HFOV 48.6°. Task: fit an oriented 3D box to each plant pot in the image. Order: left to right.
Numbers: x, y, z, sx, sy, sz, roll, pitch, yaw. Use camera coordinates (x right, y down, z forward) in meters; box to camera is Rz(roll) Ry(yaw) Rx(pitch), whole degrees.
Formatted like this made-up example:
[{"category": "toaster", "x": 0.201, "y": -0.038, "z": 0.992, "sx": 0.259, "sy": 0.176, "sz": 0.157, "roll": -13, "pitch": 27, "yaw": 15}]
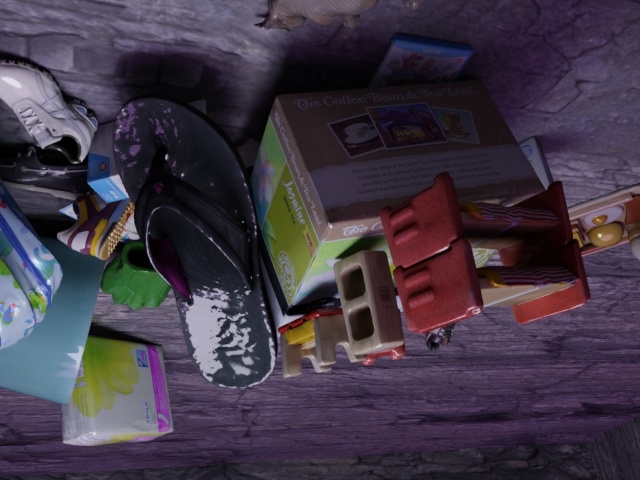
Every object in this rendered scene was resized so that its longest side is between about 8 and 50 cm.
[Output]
[{"category": "plant pot", "x": -0.521, "y": 0.121, "z": 1.231, "sx": 0.235, "sy": 0.292, "sz": 0.293, "roll": 14, "pitch": 145, "yaw": -17}]

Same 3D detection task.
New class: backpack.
[{"category": "backpack", "x": -0.522, "y": 0.000, "z": 0.947, "sx": 0.273, "sy": 0.355, "sz": 0.290, "roll": -16, "pitch": 163, "yaw": -41}]

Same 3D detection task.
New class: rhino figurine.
[{"category": "rhino figurine", "x": 0.012, "y": -0.287, "z": 0.822, "sx": 0.243, "sy": 0.073, "sz": 0.106, "roll": -7, "pitch": -179, "yaw": 38}]

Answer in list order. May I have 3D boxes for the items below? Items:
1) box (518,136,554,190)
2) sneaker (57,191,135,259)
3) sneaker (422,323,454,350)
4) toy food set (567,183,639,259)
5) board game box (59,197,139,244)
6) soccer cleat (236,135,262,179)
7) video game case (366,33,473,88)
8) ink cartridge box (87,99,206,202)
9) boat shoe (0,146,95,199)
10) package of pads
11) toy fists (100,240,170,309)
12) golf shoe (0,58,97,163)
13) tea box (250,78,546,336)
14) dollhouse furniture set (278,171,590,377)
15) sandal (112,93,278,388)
[{"category": "box", "x": 0.305, "y": -0.072, "z": 1.212, "sx": 0.186, "sy": 0.145, "sz": 0.038, "roll": -25, "pitch": 147, "yaw": 29}, {"category": "sneaker", "x": -0.325, "y": -0.059, "z": 1.073, "sx": 0.084, "sy": 0.185, "sz": 0.069, "roll": 21, "pitch": 139, "yaw": -3}, {"category": "sneaker", "x": 0.314, "y": 0.223, "z": 1.793, "sx": 0.072, "sy": 0.077, "sz": 0.178, "roll": 0, "pitch": 149, "yaw": -15}, {"category": "toy food set", "x": 0.569, "y": 0.008, "z": 1.466, "sx": 0.306, "sy": 0.092, "sz": 0.220, "roll": -21, "pitch": 148, "yaw": 21}, {"category": "board game box", "x": -0.350, "y": -0.049, "z": 1.215, "sx": 0.104, "sy": 0.026, "sz": 0.154, "roll": -23, "pitch": 147, "yaw": 24}, {"category": "soccer cleat", "x": -0.152, "y": -0.092, "z": 1.137, "sx": 0.068, "sy": 0.076, "sz": 0.196, "roll": 22, "pitch": 139, "yaw": -40}, {"category": "video game case", "x": 0.131, "y": -0.227, "z": 1.032, "sx": 0.119, "sy": 0.015, "sz": 0.166, "roll": 3, "pitch": 148, "yaw": -18}, {"category": "ink cartridge box", "x": -0.238, "y": -0.129, "z": 1.024, "sx": 0.180, "sy": 0.104, "sz": 0.060, "roll": -12, "pitch": 149, "yaw": 9}, {"category": "boat shoe", "x": -0.435, "y": -0.111, "z": 1.076, "sx": 0.206, "sy": 0.075, "sz": 0.064, "roll": 13, "pitch": 102, "yaw": -23}, {"category": "package of pads", "x": -0.467, "y": 0.348, "z": 1.622, "sx": 0.101, "sy": 0.229, "sz": 0.296, "roll": -20, "pitch": 159, "yaw": 20}, {"category": "toy fists", "x": -0.277, "y": 0.068, "z": 1.357, "sx": 0.279, "sy": 0.096, "sz": 0.142, "roll": 2, "pitch": 140, "yaw": -35}, {"category": "golf shoe", "x": -0.371, "y": -0.169, "z": 0.945, "sx": 0.069, "sy": 0.086, "sz": 0.176, "roll": -21, "pitch": 146, "yaw": 26}, {"category": "tea box", "x": 0.082, "y": -0.045, "z": 1.053, "sx": 0.329, "sy": 0.219, "sz": 0.323, "roll": -10, "pitch": 150, "yaw": -22}, {"category": "dollhouse furniture set", "x": 0.119, "y": 0.058, "z": 0.908, "sx": 0.201, "sy": 0.152, "sz": 0.374, "roll": 1, "pitch": 160, "yaw": -37}, {"category": "sandal", "x": -0.157, "y": 0.019, "z": 0.961, "sx": 0.168, "sy": 0.107, "sz": 0.445, "roll": -13, "pitch": 110, "yaw": 10}]
